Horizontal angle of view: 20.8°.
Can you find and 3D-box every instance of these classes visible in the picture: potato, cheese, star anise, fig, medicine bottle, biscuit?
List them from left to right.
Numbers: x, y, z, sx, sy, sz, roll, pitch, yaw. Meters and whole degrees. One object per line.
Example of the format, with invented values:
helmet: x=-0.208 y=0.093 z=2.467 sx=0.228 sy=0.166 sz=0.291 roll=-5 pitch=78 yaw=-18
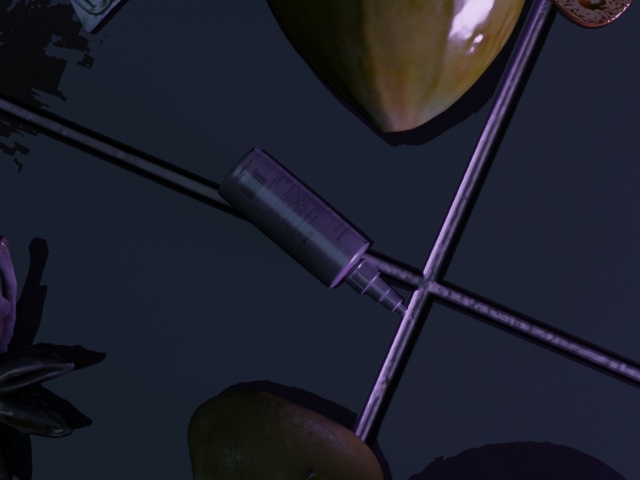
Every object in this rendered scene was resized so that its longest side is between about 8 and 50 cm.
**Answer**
star anise: x=-0.312 y=0.114 z=1.555 sx=0.209 sy=0.089 sz=0.231 roll=41 pitch=99 yaw=-8
cheese: x=-0.234 y=-0.250 z=1.581 sx=0.121 sy=0.026 sz=0.067 roll=44 pitch=93 yaw=3
potato: x=-0.032 y=0.211 z=1.516 sx=0.157 sy=0.157 sz=0.194 roll=-42 pitch=74 yaw=3
medicine bottle: x=0.000 y=0.000 z=1.547 sx=0.199 sy=0.057 sz=0.057 roll=40 pitch=93 yaw=3
fig: x=0.058 y=-0.226 z=1.464 sx=0.239 sy=0.239 sz=0.271 roll=4 pitch=105 yaw=4
biscuit: x=0.238 y=-0.236 z=1.551 sx=0.078 sy=0.015 sz=0.091 roll=-43 pitch=87 yaw=1
